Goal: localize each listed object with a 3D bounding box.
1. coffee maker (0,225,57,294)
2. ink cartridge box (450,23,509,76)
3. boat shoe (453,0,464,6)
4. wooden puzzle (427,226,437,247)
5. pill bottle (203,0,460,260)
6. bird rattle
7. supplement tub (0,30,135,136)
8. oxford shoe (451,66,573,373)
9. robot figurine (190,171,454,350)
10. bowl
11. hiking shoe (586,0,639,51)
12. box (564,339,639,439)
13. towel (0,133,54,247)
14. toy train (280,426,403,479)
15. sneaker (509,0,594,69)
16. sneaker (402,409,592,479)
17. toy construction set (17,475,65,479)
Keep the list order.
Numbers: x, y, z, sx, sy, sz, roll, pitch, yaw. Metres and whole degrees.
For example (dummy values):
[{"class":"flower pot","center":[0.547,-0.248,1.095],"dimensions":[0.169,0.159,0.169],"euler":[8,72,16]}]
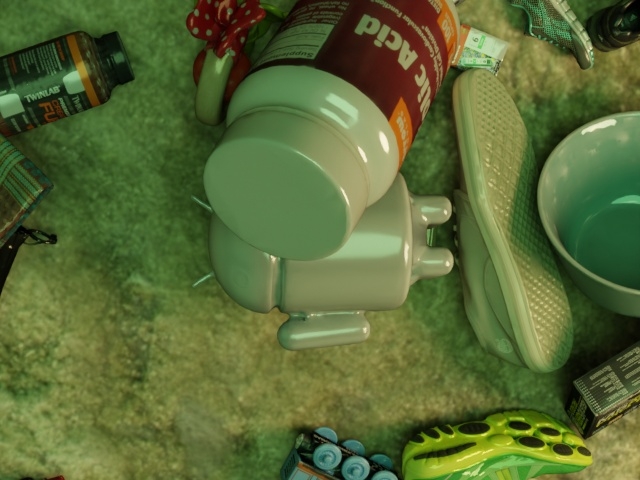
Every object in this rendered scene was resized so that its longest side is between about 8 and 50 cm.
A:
[{"class":"coffee maker","center":[-0.469,0.058,1.538],"dimensions":[0.171,0.120,0.178],"euler":[18,96,-11]},{"class":"ink cartridge box","center":[0.206,-0.276,1.630],"dimensions":[0.115,0.029,0.063],"euler":[20,95,-11]},{"class":"boat shoe","center":[0.175,-0.366,1.594],"dimensions":[0.228,0.080,0.076],"euler":[-38,88,3]},{"class":"wooden puzzle","center":[0.136,-0.006,1.669],"dimensions":[0.078,0.014,0.116],"euler":[11,97,-14]},{"class":"pill bottle","center":[0.019,-0.175,1.421],"dimensions":[0.224,0.224,0.392],"euler":[37,49,-11]},{"class":"bird rattle","center":[-0.112,-0.247,1.484],"dimensions":[0.143,0.253,0.207],"euler":[14,108,-6]},{"class":"supplement tub","center":[-0.354,-0.217,1.521],"dimensions":[0.197,0.106,0.106],"euler":[-20,101,-4]},{"class":"oxford shoe","center":[0.245,-0.020,1.624],"dimensions":[0.169,0.130,0.449],"euler":[-24,103,-46]},{"class":"robot figurine","center":[0.000,0.000,1.551],"dimensions":[0.353,0.200,0.300],"euler":[0,82,-6]},{"class":"bowl","center":[0.457,-0.014,1.600],"dimensions":[0.311,0.163,0.312],"euler":[-2,57,3]},{"class":"hiking shoe","center":[0.498,-0.341,1.619],"dimensions":[0.227,0.114,0.086],"euler":[-35,102,-2]},{"class":"box","center":[0.487,0.181,1.644],"dimensions":[0.270,0.216,0.060],"euler":[-31,70,-3]},{"class":"towel","center":[-0.557,-0.090,1.467],"dimensions":[0.370,0.040,0.271],"euler":[41,91,14]},{"class":"toy train","center":[0.032,0.351,1.677],"dimensions":[0.184,0.080,0.105],"euler":[28,103,-13]},{"class":"sneaker","center":[0.332,-0.310,1.636],"dimensions":[0.076,0.065,0.166],"euler":[-33,98,15]},{"class":"sneaker","center":[0.261,0.333,1.704],"dimensions":[0.295,0.109,0.124],"euler":[-3,125,-11]},{"class":"toy construction set","center":[-0.345,0.480,1.557],"dimensions":[0.308,0.237,0.258],"euler":[6,97,-9]}]
